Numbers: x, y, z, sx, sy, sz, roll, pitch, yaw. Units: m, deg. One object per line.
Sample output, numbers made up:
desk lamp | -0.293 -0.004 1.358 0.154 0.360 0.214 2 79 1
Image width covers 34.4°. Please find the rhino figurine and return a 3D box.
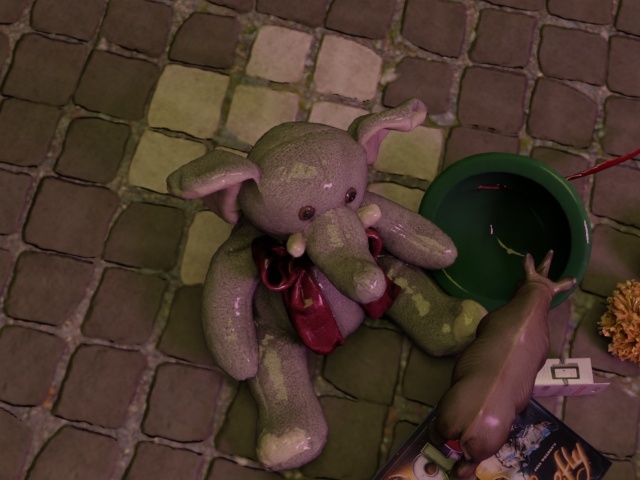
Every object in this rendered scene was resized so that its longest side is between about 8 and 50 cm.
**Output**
rhino figurine | 0.172 0.102 0.951 0.073 0.106 0.243 27 61 11

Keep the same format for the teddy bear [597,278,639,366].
teddy bear | 0.444 0.122 1.016 0.245 0.113 0.338 -30 72 -11

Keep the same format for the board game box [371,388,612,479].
board game box | 0.140 0.241 0.957 0.165 0.042 0.243 39 56 12

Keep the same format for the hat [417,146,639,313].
hat | 0.232 -0.025 1.107 0.208 0.183 0.173 6 107 27

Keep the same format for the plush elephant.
plush elephant | 0.000 0.000 0.966 0.272 0.255 0.330 -25 71 -12

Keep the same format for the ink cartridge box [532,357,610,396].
ink cartridge box | 0.240 0.137 1.033 0.083 0.048 0.028 0 68 -4
